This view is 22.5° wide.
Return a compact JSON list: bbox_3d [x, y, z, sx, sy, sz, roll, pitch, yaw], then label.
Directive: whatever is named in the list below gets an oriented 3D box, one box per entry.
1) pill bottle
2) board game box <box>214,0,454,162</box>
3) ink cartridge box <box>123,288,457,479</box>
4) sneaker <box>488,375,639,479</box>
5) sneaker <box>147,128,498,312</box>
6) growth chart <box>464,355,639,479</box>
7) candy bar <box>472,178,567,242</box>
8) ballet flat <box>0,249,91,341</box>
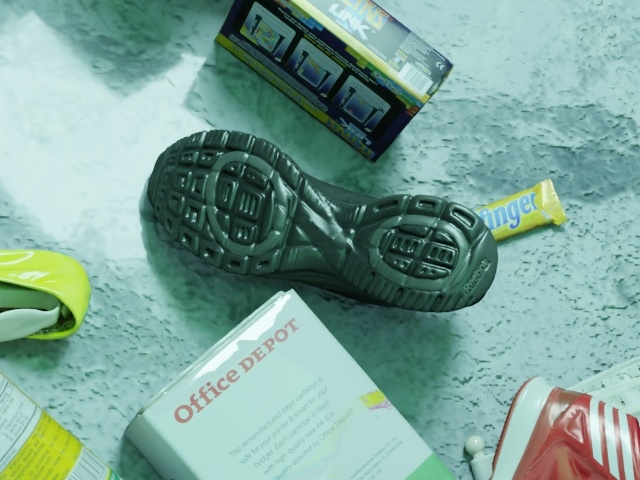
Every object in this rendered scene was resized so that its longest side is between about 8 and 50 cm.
[{"bbox_3d":[-0.242,0.150,1.107,0.208,0.117,0.117,44,66,-12],"label":"pill bottle"},{"bbox_3d":[0.008,-0.150,1.279,0.170,0.141,0.048,38,69,-2],"label":"board game box"},{"bbox_3d":[-0.019,0.167,1.199,0.154,0.093,0.212,-40,88,-23],"label":"ink cartridge box"},{"bbox_3d":[0.179,0.222,1.196,0.128,0.087,0.221,16,91,23],"label":"sneaker"},{"bbox_3d":[0.000,0.000,1.254,0.286,0.130,0.109,21,83,14],"label":"sneaker"},{"bbox_3d":[0.229,0.176,1.239,0.237,0.021,0.172,-32,74,16],"label":"growth chart"},{"bbox_3d":[0.130,-0.010,1.337,0.161,0.018,0.040,-19,79,-21],"label":"candy bar"},{"bbox_3d":[-0.279,0.042,1.165,0.231,0.077,0.077,2,39,-18],"label":"ballet flat"}]
